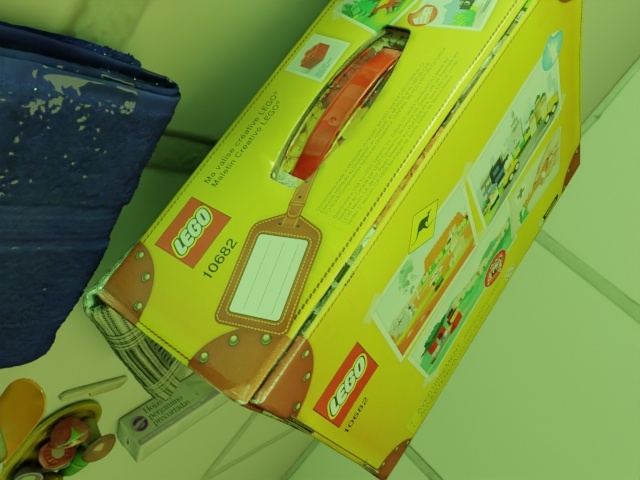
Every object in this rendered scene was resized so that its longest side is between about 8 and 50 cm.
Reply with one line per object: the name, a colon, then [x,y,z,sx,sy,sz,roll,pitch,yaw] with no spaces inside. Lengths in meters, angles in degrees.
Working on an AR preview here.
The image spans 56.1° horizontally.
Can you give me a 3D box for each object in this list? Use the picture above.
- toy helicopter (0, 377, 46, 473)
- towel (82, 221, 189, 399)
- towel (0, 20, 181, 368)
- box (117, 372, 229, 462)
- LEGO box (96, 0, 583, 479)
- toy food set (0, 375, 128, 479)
toy helicopter: [-0.388,0.222,0.503,0.355,0.140,0.235,-31,171,28]
towel: [-0.117,0.027,0.724,0.324,0.056,0.312,-53,164,-26]
towel: [-0.262,-0.017,0.447,0.228,0.076,0.308,-1,131,-53]
box: [-0.207,0.273,1.086,0.324,0.063,0.067,-28,151,-40]
LEGO box: [0.081,-0.031,0.656,0.500,0.193,0.372,-54,146,-13]
toy food set: [-0.352,0.298,0.839,0.218,0.071,0.128,-51,159,10]
